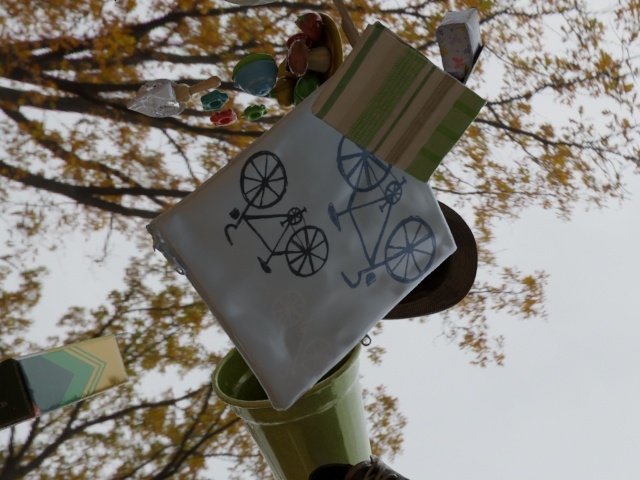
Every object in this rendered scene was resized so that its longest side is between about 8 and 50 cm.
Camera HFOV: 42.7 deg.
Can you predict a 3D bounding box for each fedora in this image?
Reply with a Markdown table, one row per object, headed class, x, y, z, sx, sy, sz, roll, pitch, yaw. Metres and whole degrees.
| class | x | y | z | sx | sy | sz | roll | pitch | yaw |
| --- | --- | --- | --- | --- | --- | --- | --- | --- | --- |
| fedora | 0.097 | 0.000 | 1.252 | 0.276 | 0.124 | 0.243 | -7 | -55 | 10 |

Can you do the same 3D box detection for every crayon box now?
| class | x | y | z | sx | sy | sz | roll | pitch | yaw |
| --- | --- | --- | --- | --- | --- | --- | --- | --- | --- |
| crayon box | -0.406 | 0.207 | 1.134 | 0.202 | 0.318 | 0.081 | -21 | -94 | 12 |

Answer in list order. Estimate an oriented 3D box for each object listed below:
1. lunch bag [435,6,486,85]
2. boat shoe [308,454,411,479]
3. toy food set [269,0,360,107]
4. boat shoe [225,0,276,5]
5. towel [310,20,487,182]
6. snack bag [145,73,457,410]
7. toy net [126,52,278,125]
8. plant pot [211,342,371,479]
| class | x | y | z | sx | sy | sz | roll | pitch | yaw |
| --- | --- | --- | --- | --- | --- | --- | --- | --- | --- |
| lunch bag | 0.187 | -0.253 | 1.072 | 0.053 | 0.071 | 0.083 | -1 | -57 | 24 |
| boat shoe | 0.073 | 0.401 | 1.224 | 0.355 | 0.132 | 0.130 | -23 | -83 | 58 |
| toy food set | -0.028 | -0.265 | 1.200 | 0.218 | 0.071 | 0.128 | -49 | -126 | 55 |
| boat shoe | -0.027 | -0.434 | 1.140 | 0.116 | 0.099 | 0.319 | 36 | -121 | 27 |
| towel | 0.080 | -0.139 | 0.837 | 0.152 | 0.023 | 0.113 | 29 | -70 | -22 |
| snack bag | 0.000 | 0.000 | 0.973 | 0.342 | 0.323 | 0.037 | -43 | -145 | -19 |
| toy net | -0.173 | -0.212 | 1.189 | 0.122 | 0.232 | 0.045 | -50 | -125 | 56 |
| plant pot | -0.026 | 0.314 | 1.474 | 0.276 | 0.276 | 0.253 | -7 | -67 | 24 |
